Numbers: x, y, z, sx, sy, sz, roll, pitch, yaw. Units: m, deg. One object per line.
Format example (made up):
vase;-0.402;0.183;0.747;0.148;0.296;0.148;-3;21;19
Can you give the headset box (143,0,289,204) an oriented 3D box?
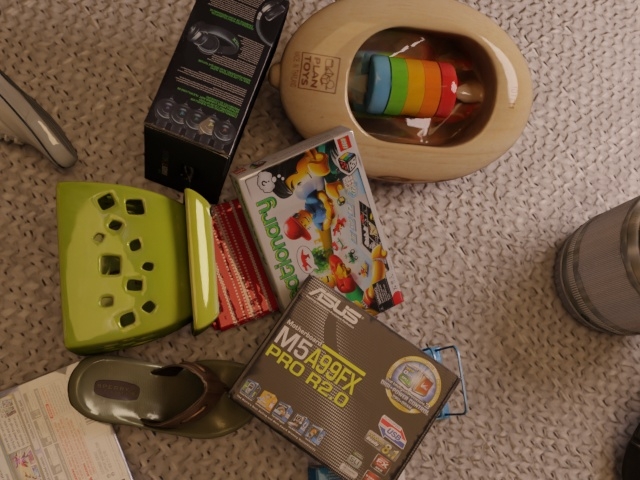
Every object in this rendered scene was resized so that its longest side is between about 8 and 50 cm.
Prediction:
headset box;-0.169;-0.215;1.214;0.131;0.246;0.283;21;72;-7

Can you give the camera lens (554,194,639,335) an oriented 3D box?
camera lens;0.541;0.040;1.302;0.219;0.274;0.220;3;76;-12

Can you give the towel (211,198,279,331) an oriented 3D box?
towel;-0.079;0.014;1.294;0.274;0.031;0.199;-19;82;-17

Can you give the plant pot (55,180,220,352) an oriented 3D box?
plant pot;-0.255;0.041;1.135;0.207;0.228;0.227;-4;81;-10

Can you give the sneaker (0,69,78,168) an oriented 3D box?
sneaker;-0.489;-0.192;1.229;0.258;0.094;0.091;44;90;5

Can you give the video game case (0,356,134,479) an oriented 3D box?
video game case;-0.403;0.339;1.125;0.244;0.061;0.270;-21;82;-18

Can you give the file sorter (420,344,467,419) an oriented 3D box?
file sorter;0.132;0.230;1.252;0.170;0.104;0.118;-4;77;-13

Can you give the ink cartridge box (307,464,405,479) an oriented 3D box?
ink cartridge box;0.059;0.434;1.198;0.139;0.082;0.191;-1;78;-13

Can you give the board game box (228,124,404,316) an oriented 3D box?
board game box;0.000;0.000;1.226;0.192;0.053;0.306;-25;113;-14

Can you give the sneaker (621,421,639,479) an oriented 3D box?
sneaker;0.684;0.258;1.341;0.169;0.257;0.448;35;105;22

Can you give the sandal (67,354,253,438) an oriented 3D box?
sandal;-0.212;0.228;1.156;0.302;0.086;0.120;9;73;-33

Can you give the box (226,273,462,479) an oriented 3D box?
box;0.033;0.213;1.152;0.270;0.060;0.216;35;81;4

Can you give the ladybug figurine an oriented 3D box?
ladybug figurine;0.129;-0.252;1.313;0.448;0.162;0.305;7;98;-17
